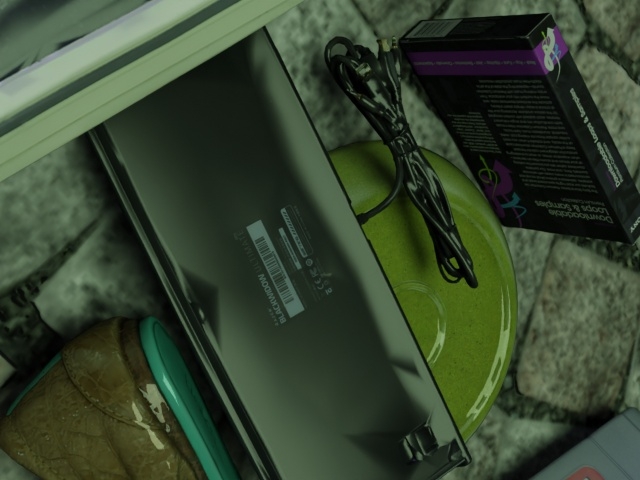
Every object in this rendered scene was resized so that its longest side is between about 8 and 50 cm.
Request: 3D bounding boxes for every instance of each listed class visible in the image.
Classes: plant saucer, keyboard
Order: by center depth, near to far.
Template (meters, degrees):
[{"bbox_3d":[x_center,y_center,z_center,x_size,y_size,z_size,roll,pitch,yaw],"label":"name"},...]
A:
[{"bbox_3d":[0.000,0.000,0.666,0.202,0.033,0.317,-29,98,-27],"label":"keyboard"},{"bbox_3d":[0.046,0.057,0.747,0.241,0.037,0.240,-6,101,-34],"label":"plant saucer"}]

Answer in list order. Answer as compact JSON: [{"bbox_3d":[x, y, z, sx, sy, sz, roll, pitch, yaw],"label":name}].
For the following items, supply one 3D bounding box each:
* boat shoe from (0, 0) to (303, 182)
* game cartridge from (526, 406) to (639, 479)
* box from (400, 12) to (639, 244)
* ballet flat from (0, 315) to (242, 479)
[{"bbox_3d":[-0.069,-0.177,0.535,0.500,0.187,0.156,-36,111,-23],"label":"boat shoe"},{"bbox_3d":[0.184,0.255,0.786,0.294,0.196,0.060,-29,155,-28],"label":"game cartridge"},{"bbox_3d":[0.130,-0.069,0.737,0.029,0.116,0.162,-45,120,-22],"label":"box"},{"bbox_3d":[-0.066,0.200,0.654,0.124,0.116,0.342,-29,113,4],"label":"ballet flat"}]
